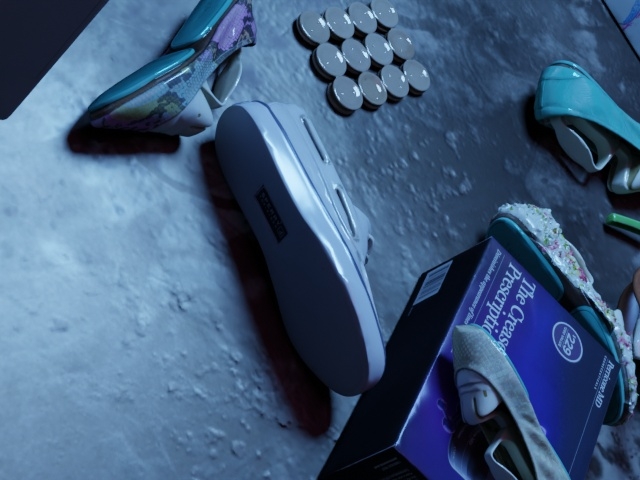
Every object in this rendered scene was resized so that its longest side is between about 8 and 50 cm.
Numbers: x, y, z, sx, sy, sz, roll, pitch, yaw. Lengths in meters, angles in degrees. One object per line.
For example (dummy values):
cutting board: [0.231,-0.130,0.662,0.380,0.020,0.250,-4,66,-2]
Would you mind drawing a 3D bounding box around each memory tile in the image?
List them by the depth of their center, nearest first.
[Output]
memory tile: [0.044,-0.185,1.303,0.148,0.012,0.113,-20,81,-46]

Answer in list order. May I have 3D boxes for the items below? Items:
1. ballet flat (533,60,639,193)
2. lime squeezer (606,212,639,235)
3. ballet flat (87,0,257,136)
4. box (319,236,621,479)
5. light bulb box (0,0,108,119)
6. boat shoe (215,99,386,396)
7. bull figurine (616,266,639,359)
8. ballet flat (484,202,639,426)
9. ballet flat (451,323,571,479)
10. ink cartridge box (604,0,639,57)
ballet flat: [0.329,-0.103,1.467,0.247,0.083,0.087,32,73,-23]
lime squeezer: [0.444,0.060,1.492,0.110,0.059,0.310,-43,99,-15]
ballet flat: [-0.110,-0.138,1.109,0.079,0.076,0.221,61,40,-24]
box: [0.139,0.154,1.131,0.184,0.103,0.261,45,45,-15]
light bulb box: [-0.332,-0.326,0.907,0.357,0.225,0.361,14,57,-34]
boat shoe: [0.000,0.000,1.108,0.088,0.096,0.268,-13,67,-39]
bull figurine: [0.405,0.169,1.347,0.310,0.101,0.188,46,51,-4]
ballet flat: [0.250,0.062,1.274,0.077,0.091,0.241,-18,74,-41]
ballet flat: [0.143,0.144,1.029,0.052,0.057,0.168,-28,85,-35]
ink cartridge box: [0.432,-0.303,1.661,0.127,0.072,0.175,-31,88,-45]
